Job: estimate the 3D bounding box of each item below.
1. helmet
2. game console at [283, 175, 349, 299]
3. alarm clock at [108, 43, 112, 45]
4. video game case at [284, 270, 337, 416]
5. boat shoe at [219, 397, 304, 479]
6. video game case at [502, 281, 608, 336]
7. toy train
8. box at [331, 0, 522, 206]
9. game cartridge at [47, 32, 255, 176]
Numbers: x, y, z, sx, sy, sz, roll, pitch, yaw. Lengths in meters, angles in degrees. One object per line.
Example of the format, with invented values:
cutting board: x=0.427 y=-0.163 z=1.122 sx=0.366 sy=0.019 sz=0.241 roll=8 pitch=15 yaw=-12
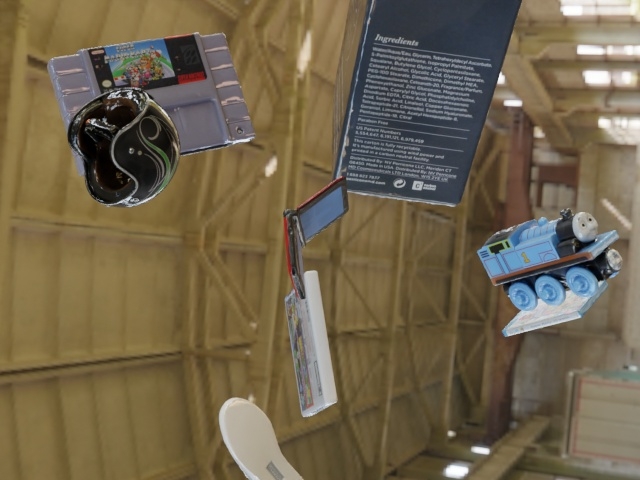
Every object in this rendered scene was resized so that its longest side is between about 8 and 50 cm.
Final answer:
helmet: x=-0.301 y=-0.138 z=1.540 sx=0.162 sy=0.169 sz=0.169 roll=71 pitch=-150 yaw=-42
game console: x=0.000 y=0.000 z=1.271 sx=0.144 sy=0.085 sz=0.124 roll=77 pitch=-173 yaw=-73
alarm clock: x=-0.419 y=-0.282 z=1.932 sx=0.064 sy=0.129 sz=0.192 roll=-112 pitch=-1 yaw=-66
video game case: x=-0.017 y=0.166 z=1.537 sx=0.183 sy=0.023 sz=0.201 roll=127 pitch=135 yaw=-70
boat shoe: x=-0.081 y=0.272 z=1.247 sx=0.066 sy=0.063 sz=0.184 roll=-51 pitch=-61 yaw=-27
video game case: x=0.415 y=0.121 z=1.736 sx=0.119 sy=0.166 sz=0.015 roll=-36 pitch=-81 yaw=-44
toy train: x=0.285 y=0.022 z=1.214 sx=0.080 sy=0.184 sz=0.105 roll=-33 pitch=-83 yaw=-36
box: x=0.148 y=-0.304 z=1.508 sx=0.294 sy=0.211 sz=0.396 roll=-88 pitch=6 yaw=-49
game cartridge: x=-0.315 y=-0.267 z=1.857 sx=0.355 sy=0.068 sz=0.230 roll=-16 pitch=-90 yaw=-28
